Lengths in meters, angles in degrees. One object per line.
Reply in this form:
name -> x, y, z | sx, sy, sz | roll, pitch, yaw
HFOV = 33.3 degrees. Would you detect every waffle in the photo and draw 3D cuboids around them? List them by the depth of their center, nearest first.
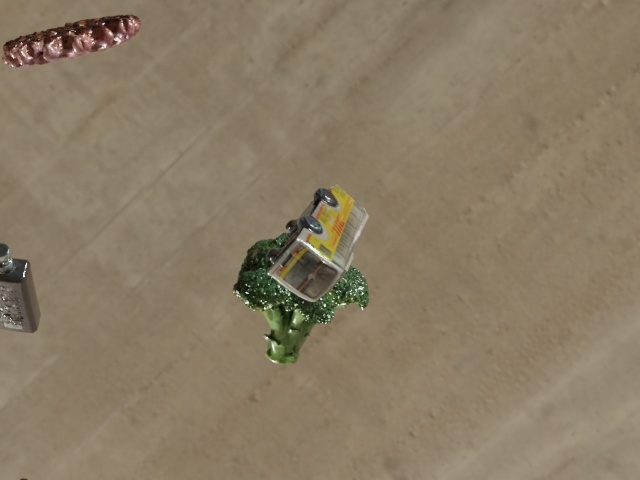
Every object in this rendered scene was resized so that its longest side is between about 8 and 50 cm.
waffle -> -0.406, -0.328, 1.757 | 0.234, 0.055, 0.221 | -20, -160, -16

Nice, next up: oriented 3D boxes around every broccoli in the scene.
broccoli -> -0.057, 0.116, 2.060 | 0.269, 0.269, 0.254 | -46, -140, -4

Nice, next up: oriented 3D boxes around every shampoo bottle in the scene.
shampoo bottle -> -0.675, 0.103, 2.325 | 0.309, 0.098, 0.071 | 102, -4, -58

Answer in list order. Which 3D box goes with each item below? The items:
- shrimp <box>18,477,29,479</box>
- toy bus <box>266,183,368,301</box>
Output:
shrimp -> -0.656, 0.600, 2.420 | 0.051, 0.115, 0.217 | -8, 179, -39
toy bus -> 0.000, 0.000, 1.612 | 0.092, 0.106, 0.268 | -49, -175, 23
